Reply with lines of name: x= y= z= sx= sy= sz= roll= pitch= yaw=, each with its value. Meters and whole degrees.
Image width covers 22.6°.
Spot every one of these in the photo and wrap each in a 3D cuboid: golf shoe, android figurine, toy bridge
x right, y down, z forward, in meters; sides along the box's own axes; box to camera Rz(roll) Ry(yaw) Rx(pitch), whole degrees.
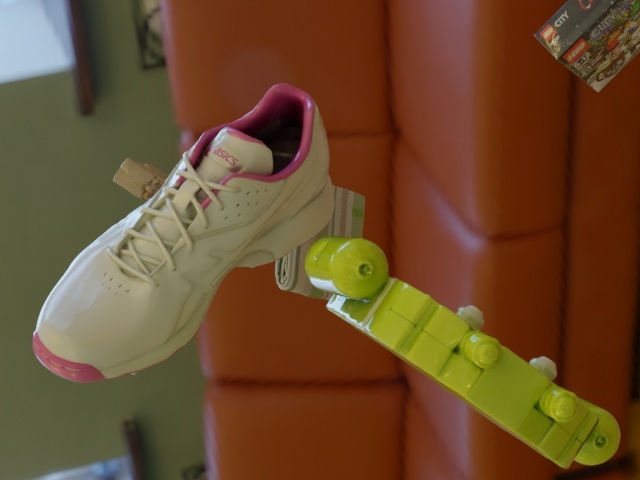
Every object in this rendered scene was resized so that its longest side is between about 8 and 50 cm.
golf shoe: x=-0.104 y=-0.015 z=1.228 sx=0.115 sy=0.306 sz=0.140 roll=33 pitch=142 yaw=21
android figurine: x=0.099 y=0.081 z=1.116 sx=0.248 sy=0.056 sz=0.273 roll=35 pitch=176 yaw=-10
toy bridge: x=-0.145 y=-0.045 z=1.433 sx=0.063 sy=0.026 sz=0.188 roll=33 pitch=-179 yaw=-2

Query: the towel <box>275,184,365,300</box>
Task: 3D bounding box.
towel: x=0.000 y=0.000 z=1.527 sx=0.152 sy=0.023 sz=0.113 roll=18 pitch=-104 yaw=-63

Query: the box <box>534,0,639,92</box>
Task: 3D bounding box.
box: x=0.367 y=-0.284 z=1.844 sx=0.044 sy=0.233 sz=0.159 roll=51 pitch=-165 yaw=24
